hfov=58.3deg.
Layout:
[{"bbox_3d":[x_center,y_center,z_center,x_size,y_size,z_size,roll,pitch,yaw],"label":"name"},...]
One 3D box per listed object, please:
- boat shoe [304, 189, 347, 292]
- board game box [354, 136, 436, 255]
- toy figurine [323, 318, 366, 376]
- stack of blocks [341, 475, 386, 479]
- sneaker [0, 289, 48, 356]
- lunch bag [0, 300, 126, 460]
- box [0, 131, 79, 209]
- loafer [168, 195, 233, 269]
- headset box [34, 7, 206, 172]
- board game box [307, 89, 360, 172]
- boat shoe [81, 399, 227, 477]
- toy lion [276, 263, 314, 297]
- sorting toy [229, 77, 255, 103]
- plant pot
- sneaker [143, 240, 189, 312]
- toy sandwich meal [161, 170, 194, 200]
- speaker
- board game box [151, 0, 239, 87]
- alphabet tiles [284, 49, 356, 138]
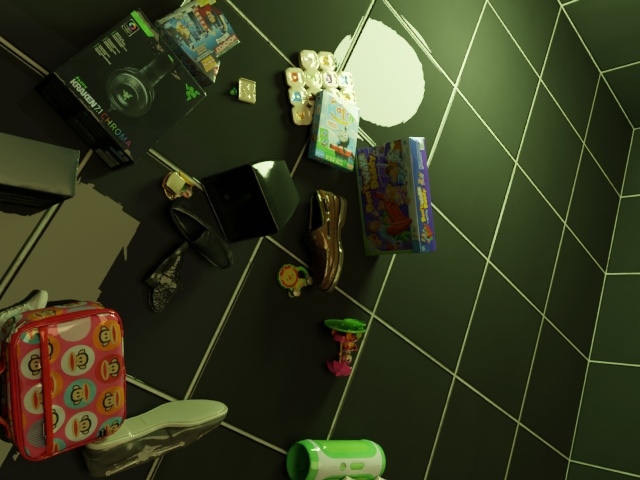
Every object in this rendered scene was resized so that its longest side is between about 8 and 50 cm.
[{"bbox_3d":[0.000,0.000,1.686,0.104,0.111,0.307,19,63,-32],"label":"boat shoe"},{"bbox_3d":[0.230,-0.130,1.805,0.078,0.233,0.347,-7,91,-42],"label":"board game box"},{"bbox_3d":[0.070,0.328,1.732,0.173,0.130,0.159,-3,103,-65],"label":"toy figurine"},{"bbox_3d":[0.136,0.775,1.658,0.171,0.087,0.297,-43,133,4],"label":"stack of blocks"},{"bbox_3d":[-0.615,0.156,1.162,0.061,0.054,0.152,46,60,-26],"label":"sneaker"},{"bbox_3d":[-0.534,0.278,1.158,0.258,0.120,0.293,-9,104,-43],"label":"lunch bag"},{"bbox_3d":[-0.625,-0.138,1.090,0.261,0.184,0.103,11,80,-41],"label":"box"},{"bbox_3d":[-0.299,-0.009,1.425,0.223,0.076,0.078,54,16,-21],"label":"loafer"},{"bbox_3d":[-0.437,-0.344,1.306,0.246,0.131,0.283,53,55,-25],"label":"headset box"},{"bbox_3d":[0.044,-0.332,1.759,0.160,0.039,0.211,16,75,-39],"label":"board game box"},{"bbox_3d":[-0.375,0.451,1.323,0.335,0.112,0.095,-5,107,-36],"label":"boat shoe"},{"bbox_3d":[-0.078,0.108,1.653,0.100,0.034,0.096,-36,102,-37],"label":"toy lion"},{"bbox_3d":[-0.215,-0.416,1.585,0.083,0.012,0.062,3,89,-44],"label":"sorting toy"},{"bbox_3d":[-0.164,-0.119,1.505,0.167,0.187,0.188,-37,110,-49],"label":"plant pot"},{"bbox_3d":[-0.362,0.086,1.393,0.170,0.051,0.089,-50,118,-27],"label":"sneaker"},{"bbox_3d":[-0.353,-0.135,1.429,0.086,0.029,0.085,4,84,-41],"label":"toy sandwich meal"},{"bbox_3d":[0.048,0.638,1.653,0.297,0.131,0.131,17,76,-39],"label":"speaker"},{"bbox_3d":[-0.310,-0.507,1.478,0.194,0.060,0.194,-46,117,-34],"label":"board game box"},{"bbox_3d":[0.007,-0.442,1.776,0.278,0.021,0.284,-13,95,-41],"label":"alphabet tiles"}]
